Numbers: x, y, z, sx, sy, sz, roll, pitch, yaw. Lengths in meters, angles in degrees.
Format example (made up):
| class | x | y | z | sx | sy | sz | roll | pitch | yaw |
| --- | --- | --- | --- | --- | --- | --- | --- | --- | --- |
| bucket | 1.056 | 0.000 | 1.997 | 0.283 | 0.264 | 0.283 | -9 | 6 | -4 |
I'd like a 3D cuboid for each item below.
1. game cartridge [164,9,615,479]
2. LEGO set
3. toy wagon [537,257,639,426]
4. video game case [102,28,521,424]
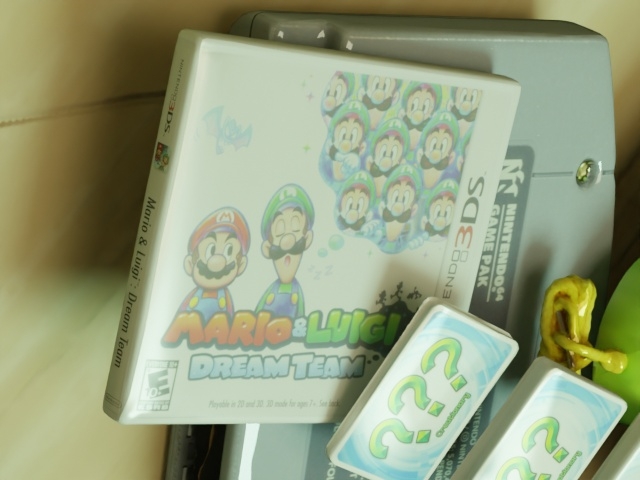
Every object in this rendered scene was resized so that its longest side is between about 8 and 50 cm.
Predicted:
| class | x | y | z | sx | sy | sz | roll | pitch | yaw |
| --- | --- | --- | --- | --- | --- | --- | --- | --- | --- |
| game cartridge | 0.033 | 0.052 | 0.820 | 0.198 | 0.062 | 0.297 | -5 | 109 | -41 |
| LEGO set | 0.046 | 0.161 | 0.785 | 0.182 | 0.060 | 0.244 | 28 | 101 | -35 |
| toy wagon | 0.221 | 0.036 | 0.917 | 0.344 | 0.068 | 0.267 | -12 | 114 | -50 |
| video game case | 0.000 | 0.000 | 0.728 | 0.157 | 0.019 | 0.143 | 4 | 104 | -38 |
